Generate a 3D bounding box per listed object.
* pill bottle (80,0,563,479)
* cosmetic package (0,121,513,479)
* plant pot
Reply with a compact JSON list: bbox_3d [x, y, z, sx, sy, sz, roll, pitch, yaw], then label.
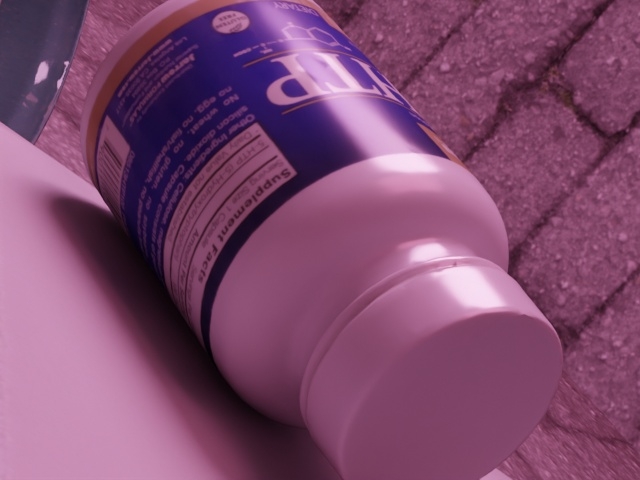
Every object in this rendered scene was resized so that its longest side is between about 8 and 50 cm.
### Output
[{"bbox_3d":[0.000,0.000,0.670,0.112,0.112,0.186,28,18,-47],"label":"pill bottle"},{"bbox_3d":[-0.069,0.229,0.703,0.394,0.329,0.327,37,14,-24],"label":"cosmetic package"},{"bbox_3d":[-0.321,-0.224,1.614,0.196,0.293,0.293,17,13,4],"label":"plant pot"}]
